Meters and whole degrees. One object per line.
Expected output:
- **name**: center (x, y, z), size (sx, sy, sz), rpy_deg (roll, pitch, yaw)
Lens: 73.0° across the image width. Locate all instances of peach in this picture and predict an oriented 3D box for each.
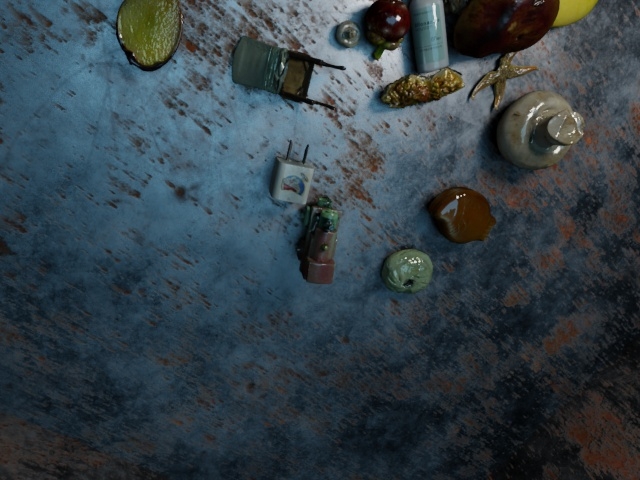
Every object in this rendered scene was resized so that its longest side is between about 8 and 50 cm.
- **peach**: center (-0.496, -0.647, 1.286), size (0.189, 0.068, 0.279), rpy_deg (27, 105, -14)

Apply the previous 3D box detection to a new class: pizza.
- **pizza**: center (0.360, -0.519, 1.505), size (0.306, 0.161, 0.085), rpy_deg (-11, 81, -3)

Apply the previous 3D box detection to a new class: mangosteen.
- **mangosteen**: center (0.218, -0.684, 1.404), size (0.156, 0.146, 0.181), rpy_deg (-2, 112, -16)

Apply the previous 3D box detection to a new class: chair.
- **chair**: center (-0.105, -0.536, 1.399), size (0.186, 0.319, 0.160), rpy_deg (-18, 128, -57)

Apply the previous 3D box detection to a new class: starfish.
- **starfish**: center (0.677, -0.594, 1.614), size (0.138, 0.050, 0.247), rpy_deg (38, 106, -25)

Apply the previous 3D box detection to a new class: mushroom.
- **mushroom**: center (0.596, -0.763, 1.417), size (0.346, 0.259, 0.345), rpy_deg (-19, 160, -7)
- **mushroom**: center (0.819, -0.394, 1.593), size (0.298, 0.290, 0.297), rpy_deg (-4, 112, -11)
- **mushroom**: center (0.096, -0.675, 1.414), size (0.085, 0.079, 0.085), rpy_deg (-4, 109, -12)

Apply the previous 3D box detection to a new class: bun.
- **bun**: center (0.369, 0.136, 1.797), size (0.221, 0.108, 0.221), rpy_deg (-5, 112, -12)

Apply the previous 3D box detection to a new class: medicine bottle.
- **medicine bottle**: center (0.352, -0.747, 1.432), size (0.110, 0.110, 0.351), rpy_deg (-18, 115, -6)

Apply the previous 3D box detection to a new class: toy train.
- **toy train**: center (0.000, 0.000, 1.588), size (0.150, 0.221, 0.304), rpy_deg (6, 109, -14)

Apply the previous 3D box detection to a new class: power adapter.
- **power adapter**: center (-0.095, -0.246, 1.517), size (0.130, 0.125, 0.204), rpy_deg (8, 110, -16)

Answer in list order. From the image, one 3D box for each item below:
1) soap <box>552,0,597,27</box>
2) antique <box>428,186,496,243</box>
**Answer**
- **soap**: center (0.828, -0.957, 1.464), size (0.306, 0.115, 0.427), rpy_deg (-19, 116, -9)
- **antique**: center (0.563, -0.100, 1.738), size (0.278, 0.129, 0.223), rpy_deg (18, 106, -20)
